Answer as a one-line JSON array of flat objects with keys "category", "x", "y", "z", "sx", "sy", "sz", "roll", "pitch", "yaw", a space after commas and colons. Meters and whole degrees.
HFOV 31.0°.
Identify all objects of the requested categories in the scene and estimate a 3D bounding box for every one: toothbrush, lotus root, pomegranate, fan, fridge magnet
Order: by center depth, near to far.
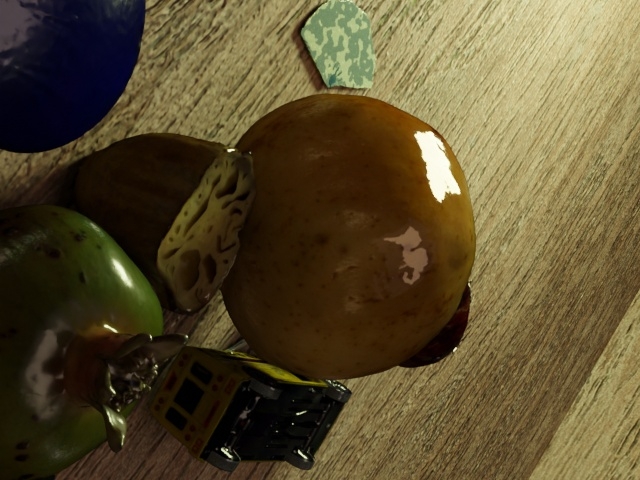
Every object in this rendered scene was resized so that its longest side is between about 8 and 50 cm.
[{"category": "fridge magnet", "x": -0.278, "y": -0.217, "z": 1.148, "sx": 0.265, "sy": 0.113, "sz": 0.265, "roll": -36, "pitch": 138, "yaw": -42}, {"category": "pomegranate", "x": -0.265, "y": 0.110, "z": 1.172, "sx": 0.291, "sy": 0.323, "sz": 0.290, "roll": 12, "pitch": 90, "yaw": -73}, {"category": "lotus root", "x": -0.191, "y": -0.033, "z": 1.347, "sx": 0.188, "sy": 0.180, "sz": 0.199, "roll": -57, "pitch": 154, "yaw": -26}, {"category": "pomegranate", "x": 0.000, "y": 0.000, "z": 1.529, "sx": 0.410, "sy": 0.410, "sz": 0.410, "roll": -36, "pitch": 137, "yaw": -43}, {"category": "toothbrush", "x": -0.147, "y": 0.167, "z": 1.696, "sx": 0.162, "sy": 0.014, "sz": 0.017, "roll": -27, "pitch": 137, "yaw": -46}, {"category": "fan", "x": 0.034, "y": -0.287, "z": 1.713, "sx": 0.240, "sy": 0.009, "sz": 0.131, "roll": 27, "pitch": 85, "yaw": -60}]

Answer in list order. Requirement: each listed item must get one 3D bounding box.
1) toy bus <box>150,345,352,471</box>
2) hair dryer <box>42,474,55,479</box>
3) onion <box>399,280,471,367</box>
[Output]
[{"category": "toy bus", "x": -0.091, "y": 0.239, "z": 1.689, "sx": 0.145, "sy": 0.151, "sz": 0.331, "roll": -62, "pitch": 151, "yaw": 5}, {"category": "hair dryer", "x": -0.402, "y": 0.284, "z": 1.322, "sx": 0.219, "sy": 0.071, "sz": 0.124, "roll": -15, "pitch": 120, "yaw": -44}, {"category": "onion", "x": 0.146, "y": 0.072, "z": 1.928, "sx": 0.281, "sy": 0.281, "sz": 0.221, "roll": -60, "pitch": -168, "yaw": -15}]
